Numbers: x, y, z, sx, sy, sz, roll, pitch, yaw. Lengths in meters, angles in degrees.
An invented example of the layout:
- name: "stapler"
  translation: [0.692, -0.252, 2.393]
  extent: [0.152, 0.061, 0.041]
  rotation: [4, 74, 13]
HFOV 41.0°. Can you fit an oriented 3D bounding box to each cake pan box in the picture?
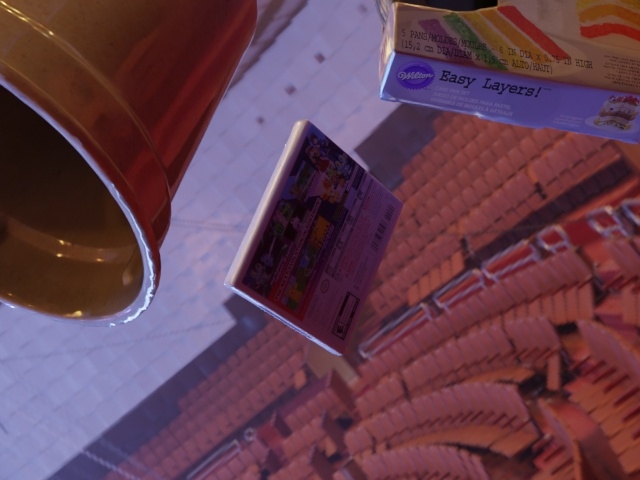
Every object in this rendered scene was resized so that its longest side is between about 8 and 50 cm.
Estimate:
- name: "cake pan box"
  translation: [0.181, -0.223, 0.830]
  extent: [0.070, 0.267, 0.245]
  rotation: [106, 171, -52]

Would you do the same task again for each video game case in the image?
- name: "video game case"
  translation: [0.000, 0.000, 0.944]
  extent: [0.023, 0.183, 0.201]
  rotation: [4, 65, 47]

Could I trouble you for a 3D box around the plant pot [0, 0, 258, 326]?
- name: "plant pot"
  translation: [-0.216, -0.147, 0.738]
  extent: [0.334, 0.334, 0.305]
  rotation: [-49, 11, 54]
